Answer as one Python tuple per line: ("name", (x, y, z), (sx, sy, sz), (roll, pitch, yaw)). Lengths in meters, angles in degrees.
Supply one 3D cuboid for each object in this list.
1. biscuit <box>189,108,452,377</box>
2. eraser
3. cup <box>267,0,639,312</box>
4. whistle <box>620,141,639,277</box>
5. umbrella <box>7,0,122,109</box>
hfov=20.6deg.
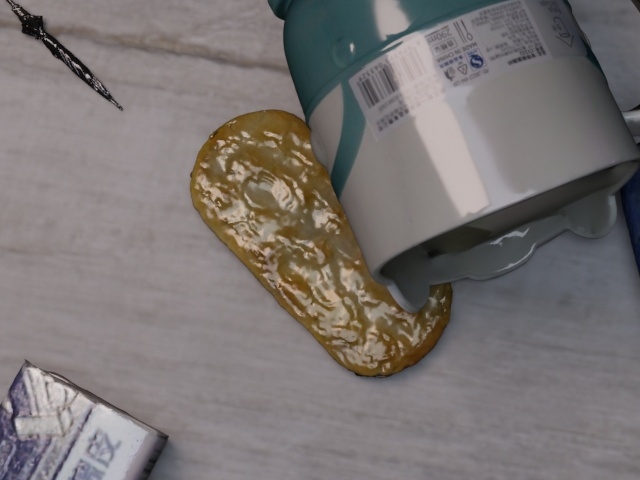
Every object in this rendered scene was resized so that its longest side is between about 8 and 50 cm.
("biscuit", (0.000, 0.000, 1.401), (0.118, 0.029, 0.247), (-43, 82, -6))
("eraser", (-0.220, 0.213, 1.352), (0.124, 0.068, 0.210), (28, 83, 6))
("cup", (0.129, -0.118, 1.323), (0.290, 0.219, 0.257), (-22, 78, -5))
("whistle", (0.289, 0.071, 1.367), (0.062, 0.062, 0.304), (-12, 80, -1))
("umbrella", (-0.215, -0.159, 1.438), (0.149, 0.022, 0.022), (39, 126, 7))
